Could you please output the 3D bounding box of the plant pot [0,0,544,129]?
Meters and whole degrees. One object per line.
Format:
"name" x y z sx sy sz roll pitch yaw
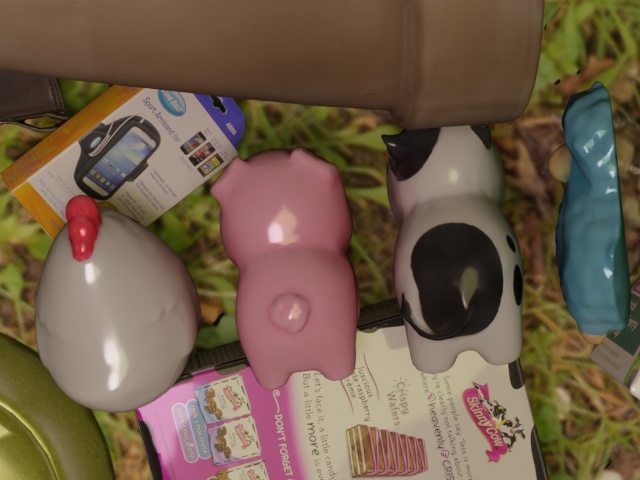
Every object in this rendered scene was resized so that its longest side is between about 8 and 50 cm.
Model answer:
"plant pot" -0.055 -0.201 0.898 0.280 0.323 0.323 -9 99 -2

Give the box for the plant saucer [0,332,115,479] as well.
"plant saucer" -0.246 0.168 1.062 0.241 0.037 0.241 -1 99 -6

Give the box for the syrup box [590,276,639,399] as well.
"syrup box" 0.296 0.108 1.092 0.237 0.093 0.096 33 93 -10

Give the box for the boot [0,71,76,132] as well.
"boot" -0.282 -0.148 0.997 0.229 0.091 0.263 -25 106 -7

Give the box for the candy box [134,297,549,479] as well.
"candy box" 0.014 0.129 1.071 0.233 0.071 0.159 -14 98 -5

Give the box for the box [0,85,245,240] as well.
"box" -0.112 -0.051 1.036 0.136 0.028 0.081 -39 130 -2

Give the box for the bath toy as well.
"bath toy" 0.000 0.000 0.997 0.348 0.151 0.129 -10 126 3
